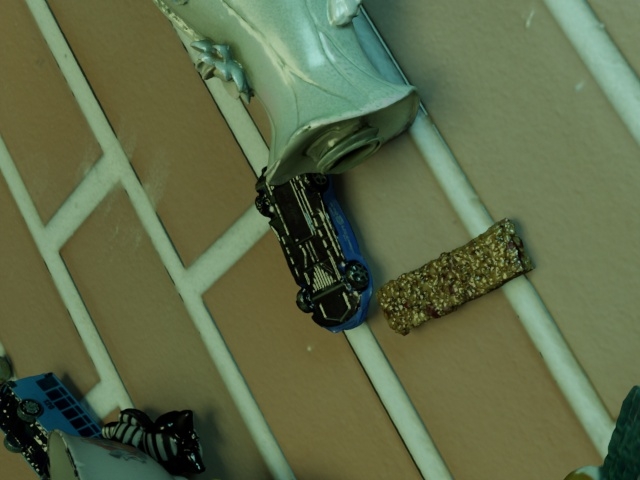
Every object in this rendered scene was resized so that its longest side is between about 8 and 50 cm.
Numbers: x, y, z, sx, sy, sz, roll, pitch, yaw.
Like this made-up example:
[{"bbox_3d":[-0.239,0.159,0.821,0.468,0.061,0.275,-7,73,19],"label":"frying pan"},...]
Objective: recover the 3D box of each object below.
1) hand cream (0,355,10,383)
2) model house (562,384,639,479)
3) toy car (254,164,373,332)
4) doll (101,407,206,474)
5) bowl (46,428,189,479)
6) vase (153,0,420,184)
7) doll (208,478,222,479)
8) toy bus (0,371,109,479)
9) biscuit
[{"bbox_3d":[-0.559,0.240,2.012,0.203,0.084,0.084,-38,71,32],"label":"hand cream"},{"bbox_3d":[0.324,0.228,1.059,0.271,0.301,0.190,28,108,36],"label":"model house"},{"bbox_3d":[0.000,0.000,1.465,0.103,0.063,0.216,-28,84,42],"label":"toy car"},{"bbox_3d":[-0.219,0.269,1.708,0.219,0.067,0.091,-8,95,48],"label":"doll"},{"bbox_3d":[-0.230,0.389,1.616,0.345,0.157,0.345,168,90,-70],"label":"bowl"},{"bbox_3d":[-0.063,-0.280,1.373,0.250,0.250,0.445,-36,77,40],"label":"vase"},{"bbox_3d":[0.020,0.479,1.469,0.423,0.161,0.348,11,109,34],"label":"doll"},{"bbox_3d":[-0.381,0.280,1.829,0.184,0.106,0.090,45,128,21],"label":"toy bus"},{"bbox_3d":[0.140,0.042,1.362,0.199,0.034,0.064,-32,77,41],"label":"biscuit"}]
